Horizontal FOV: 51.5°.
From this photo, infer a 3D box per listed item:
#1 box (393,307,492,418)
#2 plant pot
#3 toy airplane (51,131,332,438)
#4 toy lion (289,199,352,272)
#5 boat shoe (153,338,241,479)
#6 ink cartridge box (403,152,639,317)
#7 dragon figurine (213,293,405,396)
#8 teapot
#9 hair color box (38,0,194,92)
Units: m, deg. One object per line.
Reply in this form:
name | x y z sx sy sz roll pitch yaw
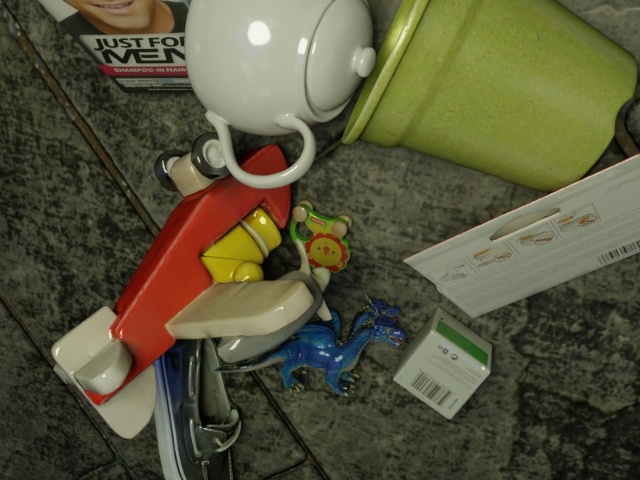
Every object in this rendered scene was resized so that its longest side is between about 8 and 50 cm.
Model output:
box | 0.176 0.174 0.949 0.101 0.087 0.102 35 112 3
plant pot | 0.195 -0.183 0.757 0.254 0.276 0.276 25 113 -5
toy airplane | -0.157 0.083 0.871 0.384 0.386 0.272 -43 119 17
toy lion | 0.000 0.000 0.978 0.100 0.034 0.096 22 119 9
boat shoe | -0.191 0.303 1.078 0.119 0.121 0.335 -10 102 23
ink cartridge box | 0.259 -0.009 0.799 0.275 0.239 0.060 -26 55 22
dragon figurine | -0.014 0.149 0.997 0.289 0.085 0.144 3 108 15
teapot | -0.024 -0.224 0.779 0.187 0.252 0.256 24 127 24
hair color box | -0.227 -0.313 0.763 0.185 0.374 0.114 3 71 15
